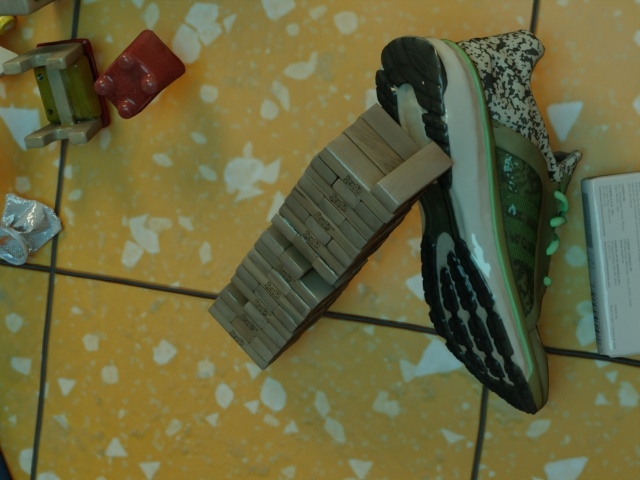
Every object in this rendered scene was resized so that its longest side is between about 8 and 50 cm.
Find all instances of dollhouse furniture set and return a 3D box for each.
[{"bbox_3d":[-0.234,-0.299,1.534,0.201,0.152,0.374,-3,114,21],"label":"dollhouse furniture set"}]

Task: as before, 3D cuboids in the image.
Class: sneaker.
[{"bbox_3d":[0.196,-0.024,1.448,0.182,0.158,0.410,-21,110,-20],"label":"sneaker"}]

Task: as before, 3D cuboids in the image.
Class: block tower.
[{"bbox_3d":[0.000,0.000,1.442,0.097,0.091,0.335,46,141,5],"label":"block tower"}]

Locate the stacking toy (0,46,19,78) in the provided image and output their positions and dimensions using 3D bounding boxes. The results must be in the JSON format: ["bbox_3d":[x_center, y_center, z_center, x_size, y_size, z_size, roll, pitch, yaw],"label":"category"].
[{"bbox_3d":[-0.498,-0.144,1.585,0.309,0.130,0.279,34,74,-7],"label":"stacking toy"}]

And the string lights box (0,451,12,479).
[{"bbox_3d":[-0.439,0.252,1.670,0.133,0.077,0.260,-23,90,17],"label":"string lights box"}]

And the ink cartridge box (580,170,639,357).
[{"bbox_3d":[0.380,0.014,1.463,0.224,0.056,0.181,-7,94,-4],"label":"ink cartridge box"}]

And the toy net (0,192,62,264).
[{"bbox_3d":[-0.401,0.016,1.643,0.232,0.045,0.122,-8,108,9],"label":"toy net"}]

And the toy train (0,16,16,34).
[{"bbox_3d":[-0.380,-0.291,1.618,0.125,0.046,0.166,5,97,20],"label":"toy train"}]
